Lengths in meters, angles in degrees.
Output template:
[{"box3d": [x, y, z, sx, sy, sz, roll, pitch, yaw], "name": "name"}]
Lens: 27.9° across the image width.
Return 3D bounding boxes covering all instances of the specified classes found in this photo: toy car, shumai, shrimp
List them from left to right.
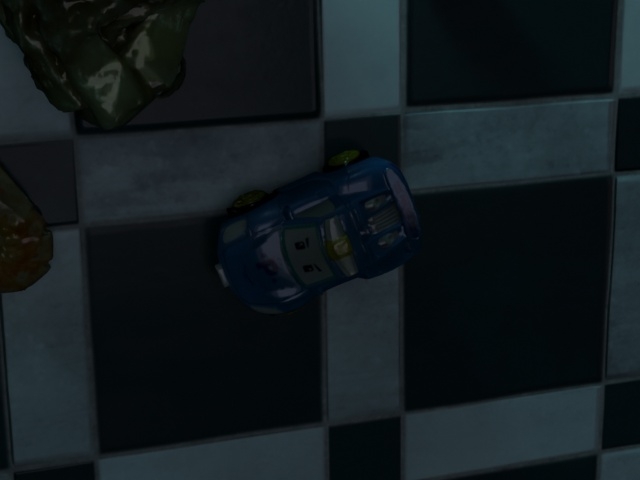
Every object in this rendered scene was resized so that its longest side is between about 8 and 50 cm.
[{"box3d": [-0.484, -0.047, 1.790, 0.154, 0.062, 0.294, -28, 113, -3], "name": "shrimp"}, {"box3d": [-0.268, -0.318, 1.626, 0.395, 0.395, 0.348, -4, 104, -17], "name": "shumai"}, {"box3d": [0.000, 0.000, 1.910, 0.314, 0.166, 0.198, -23, 107, -10], "name": "toy car"}]
